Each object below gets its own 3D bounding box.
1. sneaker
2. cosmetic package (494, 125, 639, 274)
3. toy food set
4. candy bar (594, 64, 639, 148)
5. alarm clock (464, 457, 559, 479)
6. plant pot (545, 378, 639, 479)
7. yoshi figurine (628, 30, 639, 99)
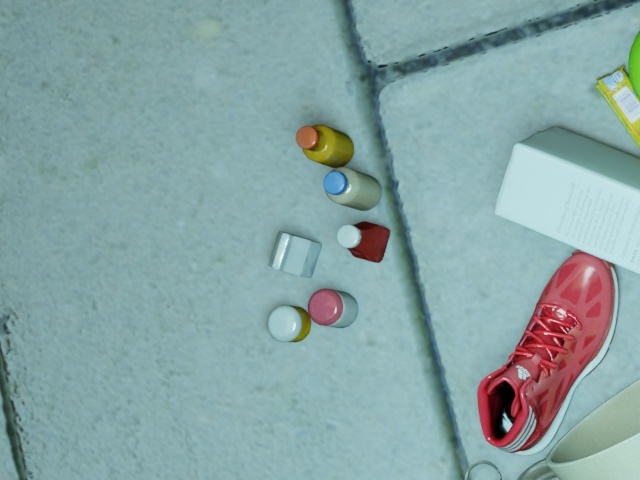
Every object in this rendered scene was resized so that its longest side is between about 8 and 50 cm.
[{"bbox_3d":[0.225,0.112,1.792,0.087,0.128,0.221,20,93,20],"label":"sneaker"},{"bbox_3d":[0.301,-0.029,1.778,0.231,0.117,0.086,22,111,22],"label":"cosmetic package"},{"bbox_3d":[0.000,0.000,1.900,0.111,0.104,0.232,19,92,21],"label":"toy food set"},{"bbox_3d":[0.332,-0.107,1.833,0.040,0.018,0.161,-36,74,13],"label":"candy bar"},{"bbox_3d":[0.230,0.270,1.808,0.192,0.064,0.129,22,95,20],"label":"alarm clock"},{"bbox_3d":[0.390,0.252,1.676,0.256,0.256,0.274,-33,90,15],"label":"plant pot"},{"bbox_3d":[0.405,-0.249,1.722,0.203,0.203,0.362,14,82,60],"label":"yoshi figurine"}]
